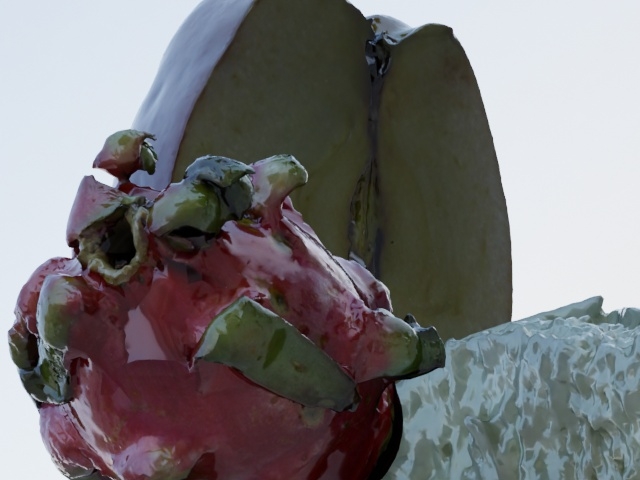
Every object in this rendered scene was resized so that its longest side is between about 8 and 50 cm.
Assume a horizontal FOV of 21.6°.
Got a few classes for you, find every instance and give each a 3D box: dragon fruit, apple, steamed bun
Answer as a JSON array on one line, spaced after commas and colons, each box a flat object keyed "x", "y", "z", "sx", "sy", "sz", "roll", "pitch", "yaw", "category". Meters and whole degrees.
[{"x": -0.042, "y": 0.041, "z": 0.700, "sx": 0.167, "sy": 0.160, "sz": 0.172, "roll": -20, "pitch": -29, "yaw": 15, "category": "dragon fruit"}, {"x": 0.000, "y": 0.000, "z": 1.182, "sx": 0.329, "sy": 0.295, "sz": 0.364, "roll": 88, "pitch": -174, "yaw": -80, "category": "apple"}, {"x": 0.195, "y": 0.175, "z": 0.875, "sx": 0.274, "sy": 0.290, "sz": 0.272, "roll": -8, "pitch": 6, "yaw": -32, "category": "steamed bun"}]
